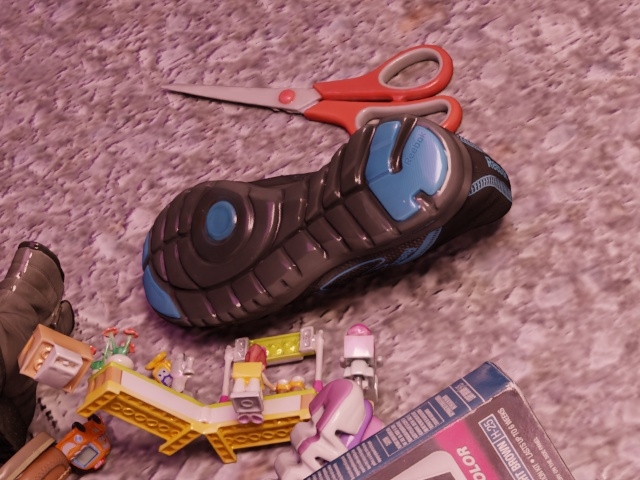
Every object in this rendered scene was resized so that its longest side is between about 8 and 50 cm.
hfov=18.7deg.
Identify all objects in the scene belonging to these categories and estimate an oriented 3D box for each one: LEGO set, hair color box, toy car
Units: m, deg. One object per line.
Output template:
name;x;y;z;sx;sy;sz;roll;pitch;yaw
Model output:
LEGO set;-0.094;0.098;1.563;0.287;0.132;0.107;4;51;-1
hair color box;0.027;0.253;1.370;0.347;0.174;0.105;-33;7;-1
toy car;-0.166;0.146;1.610;0.122;0.060;0.040;-41;84;1

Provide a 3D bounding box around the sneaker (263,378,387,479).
sneaker;-0.010;0.225;1.467;0.236;0.104;0.095;-54;13;4

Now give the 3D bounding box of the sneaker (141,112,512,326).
sneaker;0.000;0.000;1.609;0.341;0.139;0.125;-17;72;34

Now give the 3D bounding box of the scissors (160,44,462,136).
scissors;-0.015;-0.119;1.746;0.297;0.021;0.109;-5;58;18

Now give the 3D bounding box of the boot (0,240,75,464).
boot;-0.263;0.062;1.580;0.083;0.246;0.161;13;59;9

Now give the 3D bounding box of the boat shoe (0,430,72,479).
boat shoe;-0.285;0.294;1.534;0.104;0.111;0.307;38;76;2
